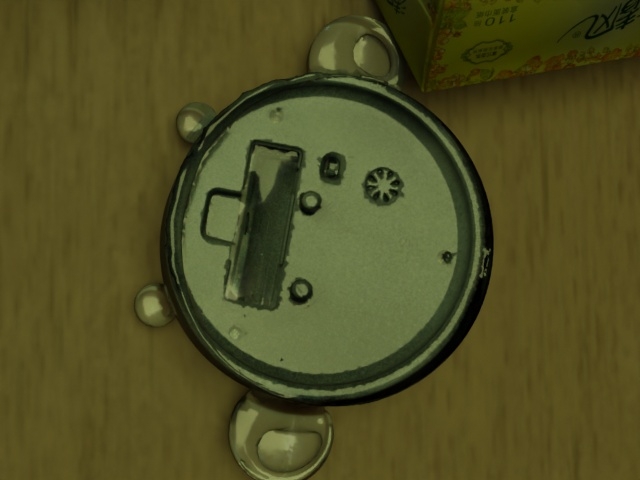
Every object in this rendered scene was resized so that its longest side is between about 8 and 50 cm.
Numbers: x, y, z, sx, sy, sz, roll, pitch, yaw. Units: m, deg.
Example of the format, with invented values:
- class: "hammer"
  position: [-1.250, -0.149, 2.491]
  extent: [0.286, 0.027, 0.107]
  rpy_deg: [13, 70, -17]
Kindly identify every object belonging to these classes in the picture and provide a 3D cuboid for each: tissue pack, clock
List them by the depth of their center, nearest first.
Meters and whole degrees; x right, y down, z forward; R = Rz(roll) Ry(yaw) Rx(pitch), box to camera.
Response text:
- class: "clock"
  position: [0.000, 0.000, 0.502]
  extent: [0.155, 0.063, 0.229]
  rpy_deg: [15, 80, -11]
- class: "tissue pack"
  position: [0.118, -0.136, 0.521]
  extent: [0.176, 0.062, 0.095]
  rpy_deg: [-12, 54, -15]
